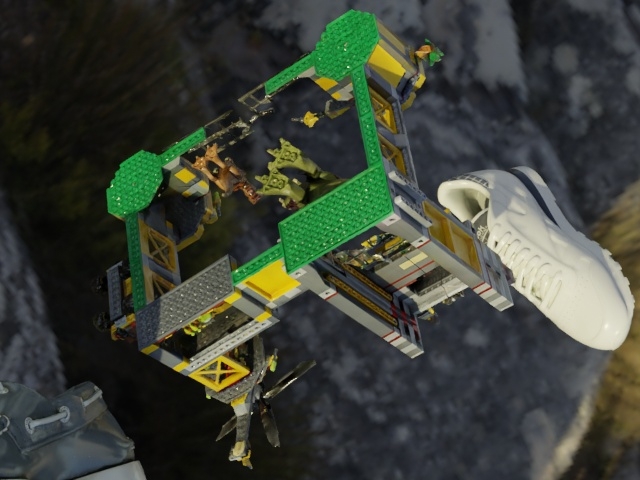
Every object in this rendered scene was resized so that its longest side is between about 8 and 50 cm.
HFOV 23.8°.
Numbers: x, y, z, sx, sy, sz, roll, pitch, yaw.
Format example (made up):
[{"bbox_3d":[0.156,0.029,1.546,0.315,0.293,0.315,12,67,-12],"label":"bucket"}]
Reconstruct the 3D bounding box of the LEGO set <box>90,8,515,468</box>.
[{"bbox_3d":[0.000,0.000,1.204,0.192,0.331,0.255,36,25,-43],"label":"LEGO set"}]

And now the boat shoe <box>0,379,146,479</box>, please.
[{"bbox_3d":[-0.231,0.146,1.040,0.319,0.116,0.099,11,57,-67],"label":"boat shoe"}]

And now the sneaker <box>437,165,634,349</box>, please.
[{"bbox_3d":[0.199,0.020,1.419,0.094,0.090,0.235,0,37,-37],"label":"sneaker"}]
